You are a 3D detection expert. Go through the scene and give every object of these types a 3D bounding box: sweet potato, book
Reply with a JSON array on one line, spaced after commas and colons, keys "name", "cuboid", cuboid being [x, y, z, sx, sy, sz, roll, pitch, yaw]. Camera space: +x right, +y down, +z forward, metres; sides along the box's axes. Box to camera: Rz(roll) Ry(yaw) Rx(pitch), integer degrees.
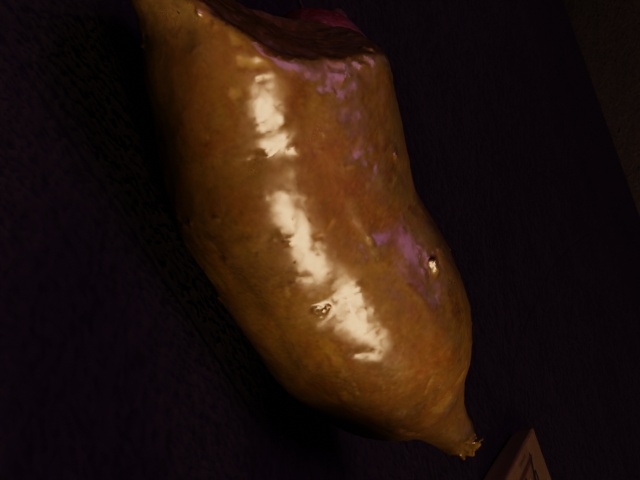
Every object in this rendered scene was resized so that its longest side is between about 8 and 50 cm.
[{"name": "sweet potato", "cuboid": [0.000, 0.000, 0.765, 0.158, 0.157, 0.370, -65, 138, -62]}, {"name": "book", "cuboid": [0.212, 0.304, 1.168, 0.231, 0.026, 0.161, 70, 21, -2]}]

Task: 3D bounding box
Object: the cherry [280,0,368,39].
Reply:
[{"name": "cherry", "cuboid": [-0.005, -0.144, 0.958, 0.107, 0.090, 0.225, 38, 28, -36]}]
